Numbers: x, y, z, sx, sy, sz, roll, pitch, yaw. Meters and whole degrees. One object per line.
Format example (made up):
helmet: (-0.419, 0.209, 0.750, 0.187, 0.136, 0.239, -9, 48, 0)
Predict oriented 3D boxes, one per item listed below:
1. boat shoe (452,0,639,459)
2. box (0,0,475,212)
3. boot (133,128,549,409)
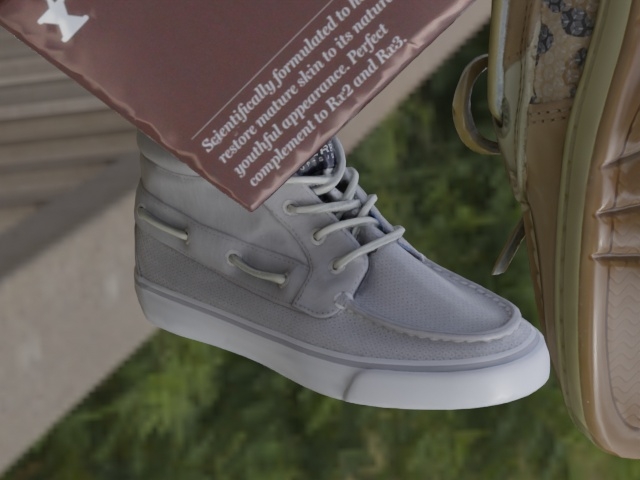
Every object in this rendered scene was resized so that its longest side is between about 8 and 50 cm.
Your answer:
boat shoe: (0.097, -0.081, 0.571, 0.104, 0.089, 0.285, -4, 105, -32)
box: (-0.045, -0.160, 0.961, 0.167, 0.168, 0.203, 38, 21, -26)
boot: (0.000, 0.000, 1.023, 0.095, 0.258, 0.123, -29, 123, -47)
